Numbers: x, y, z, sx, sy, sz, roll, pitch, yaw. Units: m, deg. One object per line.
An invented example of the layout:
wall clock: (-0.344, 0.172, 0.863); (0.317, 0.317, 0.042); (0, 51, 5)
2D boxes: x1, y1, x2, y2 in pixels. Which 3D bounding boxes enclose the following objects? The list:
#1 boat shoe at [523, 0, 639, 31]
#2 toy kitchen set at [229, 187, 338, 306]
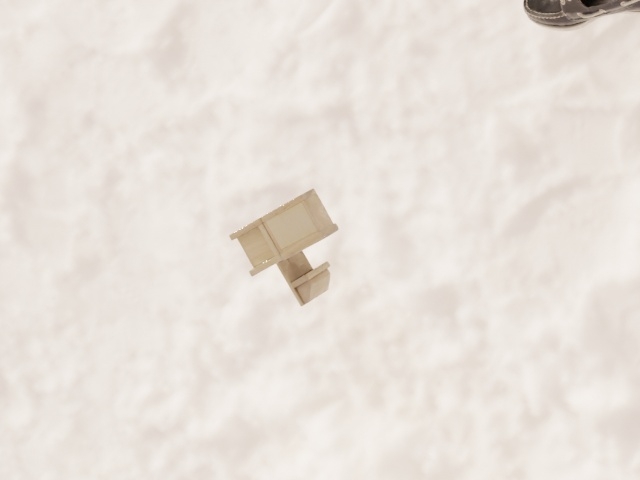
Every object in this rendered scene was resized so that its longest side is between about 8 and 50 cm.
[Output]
boat shoe: (0.187, -0.170, 1.187); (0.125, 0.038, 0.046); (4, 80, 42)
toy kitchen set: (0.000, 0.000, 1.189); (0.075, 0.083, 0.068); (-28, 92, 39)
